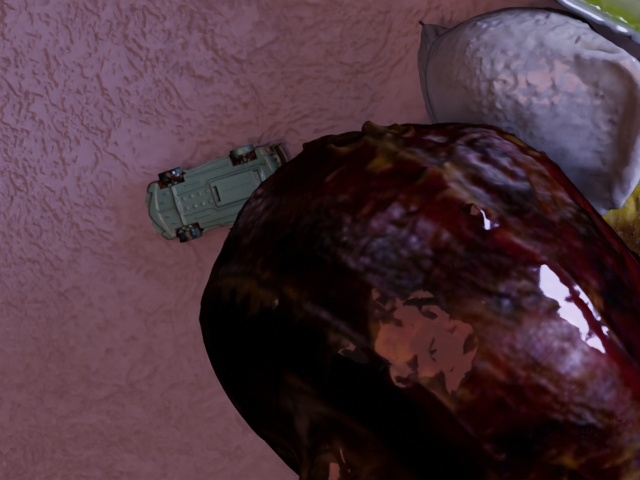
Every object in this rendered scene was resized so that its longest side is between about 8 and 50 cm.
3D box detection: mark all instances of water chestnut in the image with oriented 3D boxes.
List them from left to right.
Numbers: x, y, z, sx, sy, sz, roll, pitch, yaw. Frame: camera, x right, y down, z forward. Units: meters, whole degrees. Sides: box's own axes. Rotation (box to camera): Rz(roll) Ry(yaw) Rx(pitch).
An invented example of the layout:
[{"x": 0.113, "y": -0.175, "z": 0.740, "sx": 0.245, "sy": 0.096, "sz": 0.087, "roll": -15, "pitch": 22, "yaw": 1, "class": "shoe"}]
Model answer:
[{"x": 0.063, "y": 0.095, "z": 1.202, "sx": 0.350, "sy": 0.350, "sz": 0.302, "roll": 39, "pitch": 69, "yaw": 8, "class": "water chestnut"}]

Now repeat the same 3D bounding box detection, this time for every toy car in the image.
[{"x": -0.079, "y": -0.036, "z": 1.431, "sx": 0.122, "sy": 0.035, "sz": 0.059, "roll": -16, "pitch": 94, "yaw": 29, "class": "toy car"}]

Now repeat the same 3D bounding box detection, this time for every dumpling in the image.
[{"x": 0.146, "y": -0.081, "z": 1.285, "sx": 0.216, "sy": 0.126, "sz": 0.166, "roll": -1, "pitch": 111, "yaw": 28, "class": "dumpling"}]

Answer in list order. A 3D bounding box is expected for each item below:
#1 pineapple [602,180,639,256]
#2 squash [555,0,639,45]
[{"x": 0.228, "y": 0.021, "z": 1.338, "sx": 0.221, "sy": 0.047, "sz": 0.221, "roll": 2, "pitch": 97, "yaw": 21, "class": "pineapple"}, {"x": 0.262, "y": -0.223, "z": 1.196, "sx": 0.309, "sy": 0.210, "sz": 0.233, "roll": 44, "pitch": 123, "yaw": 11, "class": "squash"}]
